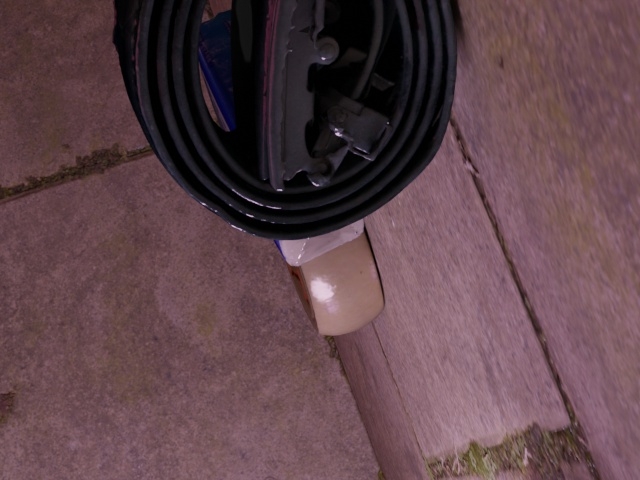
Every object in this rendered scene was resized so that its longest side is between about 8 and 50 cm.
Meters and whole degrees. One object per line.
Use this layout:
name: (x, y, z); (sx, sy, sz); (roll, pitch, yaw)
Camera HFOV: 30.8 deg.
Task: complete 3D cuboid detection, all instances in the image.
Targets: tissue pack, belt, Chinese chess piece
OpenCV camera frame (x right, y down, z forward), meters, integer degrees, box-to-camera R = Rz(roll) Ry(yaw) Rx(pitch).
tissue pack: (-0.045, -0.136, 1.425); (0.209, 0.137, 0.269); (78, 168, -50)
belt: (-0.022, -0.132, 0.719); (0.116, 0.207, 0.267); (-124, 21, -59)
Chinese chess piece: (0.000, 0.000, 1.609); (0.273, 0.102, 0.273); (161, 90, -85)
